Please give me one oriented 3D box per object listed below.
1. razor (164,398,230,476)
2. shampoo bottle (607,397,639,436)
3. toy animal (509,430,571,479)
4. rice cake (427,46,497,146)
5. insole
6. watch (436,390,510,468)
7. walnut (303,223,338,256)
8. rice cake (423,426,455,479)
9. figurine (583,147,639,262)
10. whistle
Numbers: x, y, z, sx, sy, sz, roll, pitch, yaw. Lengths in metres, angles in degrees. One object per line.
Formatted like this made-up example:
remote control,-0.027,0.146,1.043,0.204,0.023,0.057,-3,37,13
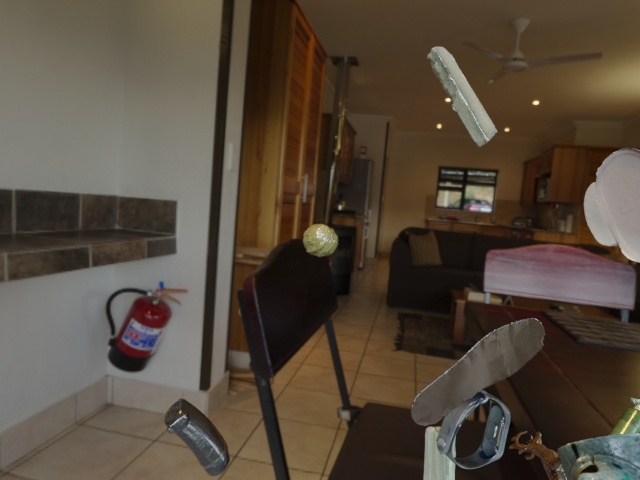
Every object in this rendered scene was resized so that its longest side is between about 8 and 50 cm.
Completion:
razor,-0.230,0.365,0.827,0.054,0.148,0.090,-38,14,-12
shampoo bottle,0.952,0.578,1.361,0.204,0.065,0.065,-39,24,-21
toy animal,0.667,0.662,1.270,0.087,0.243,0.260,11,-36,-13
rice cake,0.317,-0.325,0.990,0.052,0.256,0.057,-34,-14,35
insole,0.313,0.254,0.863,0.328,0.111,0.007,-32,14,-10
watch,0.408,0.493,1.158,0.193,0.206,0.068,17,-2,-23
walnut,0.000,0.000,1.052,0.092,0.092,0.092,5,4,0
rice cake,0.346,0.654,1.275,0.038,0.211,0.124,12,-21,-22
figurine,0.617,-0.088,0.757,0.316,0.206,0.284,3,35,-17
whistle,0.655,0.476,0.849,0.405,0.168,0.188,0,-36,-6
